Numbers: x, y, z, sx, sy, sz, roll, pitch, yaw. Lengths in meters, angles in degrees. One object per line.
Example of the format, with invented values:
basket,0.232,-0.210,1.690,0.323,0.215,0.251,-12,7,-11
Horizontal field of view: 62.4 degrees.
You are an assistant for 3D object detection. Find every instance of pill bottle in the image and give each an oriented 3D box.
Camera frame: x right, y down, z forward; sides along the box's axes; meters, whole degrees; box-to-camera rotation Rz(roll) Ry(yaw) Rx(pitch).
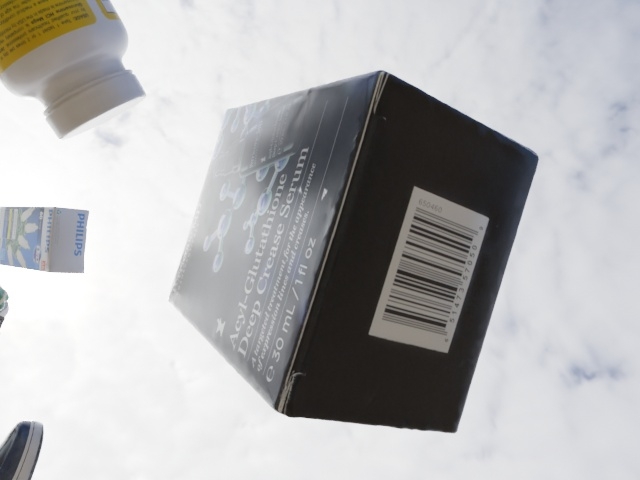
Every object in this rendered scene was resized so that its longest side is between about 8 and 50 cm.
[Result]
pill bottle,-0.392,-0.320,0.728,0.187,0.188,0.334,-23,-73,16

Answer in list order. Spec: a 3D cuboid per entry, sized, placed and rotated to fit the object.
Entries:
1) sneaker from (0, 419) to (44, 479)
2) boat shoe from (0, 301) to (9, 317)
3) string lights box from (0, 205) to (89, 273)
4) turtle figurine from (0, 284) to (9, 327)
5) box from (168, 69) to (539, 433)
sneaker,-0.403,0.265,0.526,0.163,0.226,0.086,39,-27,-25
boat shoe,-0.515,0.140,0.717,0.066,0.184,0.063,23,-55,19
string lights box,-0.597,-0.005,1.127,0.259,0.076,0.134,2,-93,38
turtle figurine,-0.410,0.043,0.539,0.234,0.175,0.118,32,-72,31
box,0.000,0.000,0.634,0.211,0.395,0.294,17,-91,-29
